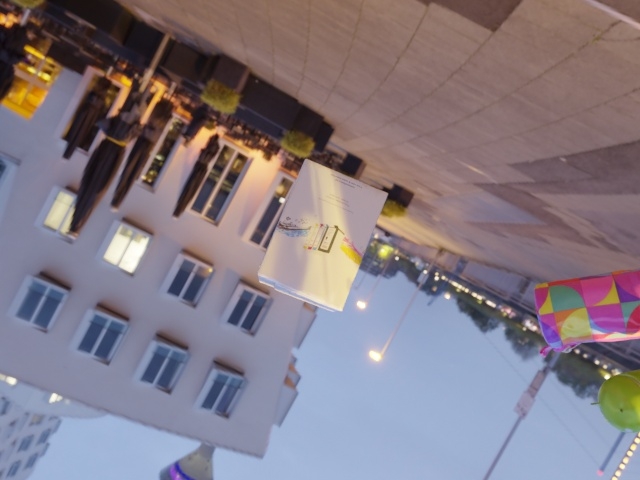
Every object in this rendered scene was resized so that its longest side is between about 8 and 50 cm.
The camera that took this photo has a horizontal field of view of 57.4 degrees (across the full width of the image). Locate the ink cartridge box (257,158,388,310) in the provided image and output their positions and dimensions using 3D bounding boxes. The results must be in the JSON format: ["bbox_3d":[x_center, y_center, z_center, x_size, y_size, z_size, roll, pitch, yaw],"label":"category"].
[{"bbox_3d":[0.000,0.000,1.116,0.168,0.233,0.171,23,171,0],"label":"ink cartridge box"}]

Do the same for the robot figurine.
[{"bbox_3d":[0.376,0.185,0.680,0.115,0.067,0.101,-5,175,-19],"label":"robot figurine"}]

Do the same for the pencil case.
[{"bbox_3d":[0.410,0.091,0.791,0.236,0.105,0.104,-15,162,23],"label":"pencil case"}]
